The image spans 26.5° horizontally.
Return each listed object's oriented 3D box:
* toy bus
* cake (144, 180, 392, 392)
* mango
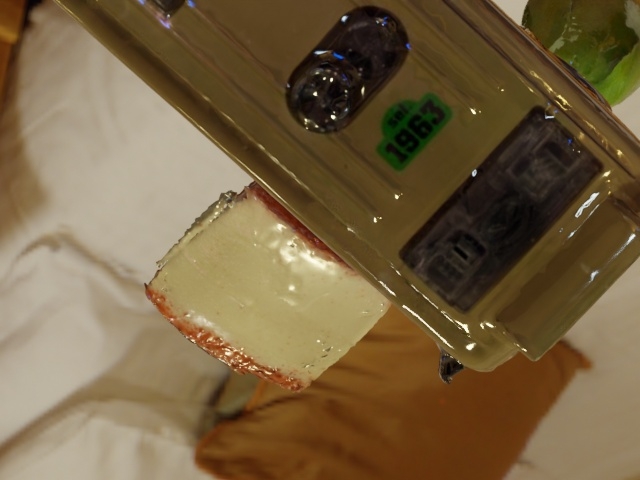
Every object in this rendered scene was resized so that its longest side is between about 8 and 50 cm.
[{"bbox_3d":[0.014,-0.073,0.578,0.289,0.157,0.139,43,98,-7],"label":"toy bus"},{"bbox_3d":[0.000,0.000,1.156,0.159,0.262,0.158,46,125,-1],"label":"cake"},{"bbox_3d":[0.229,-0.172,1.197,0.125,0.233,0.111,25,128,25],"label":"mango"}]
